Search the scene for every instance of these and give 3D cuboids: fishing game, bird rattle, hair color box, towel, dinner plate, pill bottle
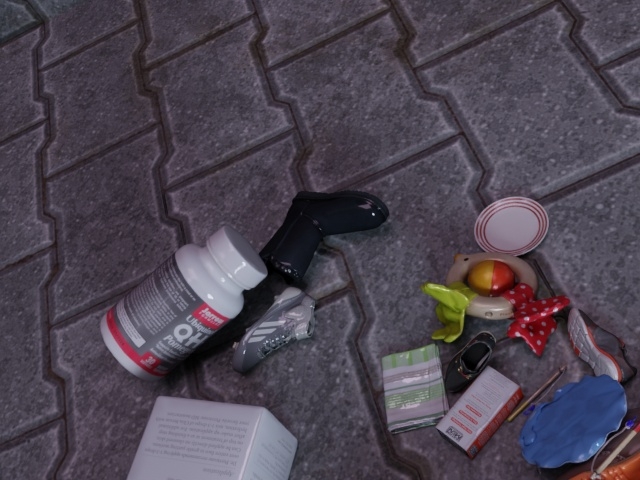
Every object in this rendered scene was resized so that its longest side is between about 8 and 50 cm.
[{"bbox_3d":[0.389,0.283,1.304,0.189,0.041,0.264,-44,15,-10],"label":"fishing game"},{"bbox_3d":[0.308,0.087,1.505,0.253,0.143,0.207,-5,38,19],"label":"bird rattle"},{"bbox_3d":[0.267,0.286,1.424,0.141,0.043,0.072,-46,49,-12],"label":"hair color box"},{"bbox_3d":[0.164,0.259,1.508,0.113,0.023,0.152,-16,50,14],"label":"towel"},{"bbox_3d":[0.364,-0.024,1.626,0.141,0.017,0.141,-13,52,17],"label":"dinner plate"},{"bbox_3d":[-0.264,0.118,1.684,0.318,0.176,0.176,-40,47,10],"label":"pill bottle"}]

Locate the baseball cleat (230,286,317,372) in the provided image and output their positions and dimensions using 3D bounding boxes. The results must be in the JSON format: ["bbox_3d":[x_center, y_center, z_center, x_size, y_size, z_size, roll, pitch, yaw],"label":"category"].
[{"bbox_3d":[-0.084,0.183,1.655,0.109,0.072,0.206,27,74,31],"label":"baseball cleat"}]

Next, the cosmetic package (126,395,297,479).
[{"bbox_3d":[-0.220,0.505,1.418,0.230,0.161,0.453,1,57,26],"label":"cosmetic package"}]

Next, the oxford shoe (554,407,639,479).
[{"bbox_3d":[0.449,0.343,1.268,0.363,0.130,0.133,-32,15,10],"label":"oxford shoe"}]

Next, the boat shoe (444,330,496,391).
[{"bbox_3d":[0.249,0.211,1.448,0.049,0.042,0.133,36,119,7],"label":"boat shoe"}]

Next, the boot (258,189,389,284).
[{"bbox_3d":[0.000,0.000,1.732,0.246,0.094,0.207,6,55,37],"label":"boot"}]

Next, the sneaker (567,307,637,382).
[{"bbox_3d":[0.467,0.175,1.414,0.065,0.061,0.158,-10,48,-15],"label":"sneaker"}]
